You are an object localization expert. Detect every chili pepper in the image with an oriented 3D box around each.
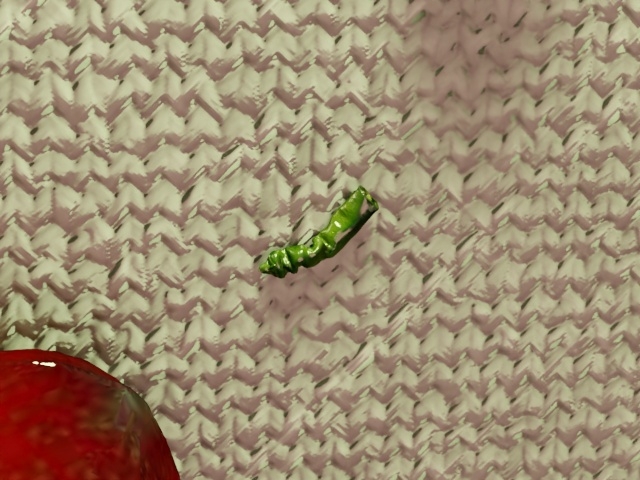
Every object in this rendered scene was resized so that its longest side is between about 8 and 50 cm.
[{"bbox_3d":[0.000,0.000,1.028,0.083,0.022,0.027,-37,149,-2],"label":"chili pepper"}]

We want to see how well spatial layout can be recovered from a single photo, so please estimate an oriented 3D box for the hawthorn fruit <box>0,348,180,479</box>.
[{"bbox_3d":[-0.217,0.199,0.918,0.307,0.265,0.265,-2,111,-8],"label":"hawthorn fruit"}]
